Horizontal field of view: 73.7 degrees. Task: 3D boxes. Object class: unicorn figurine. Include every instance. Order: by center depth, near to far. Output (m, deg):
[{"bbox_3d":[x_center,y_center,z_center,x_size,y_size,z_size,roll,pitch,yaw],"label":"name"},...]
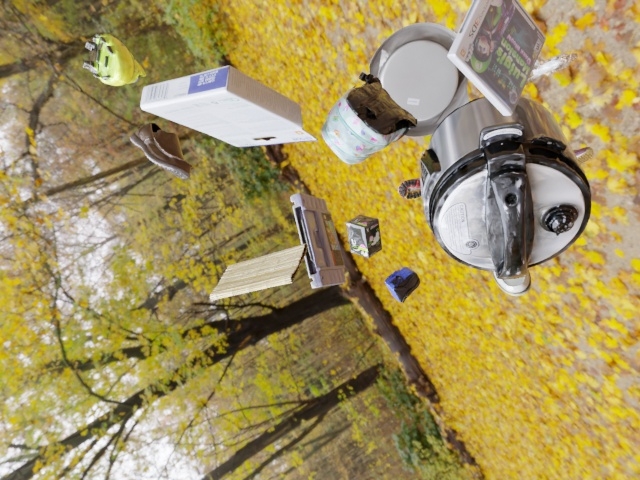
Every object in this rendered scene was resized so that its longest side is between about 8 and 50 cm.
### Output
[{"bbox_3d":[0.540,-0.422,1.030,0.162,0.111,0.060,30,145,54],"label":"unicorn figurine"}]

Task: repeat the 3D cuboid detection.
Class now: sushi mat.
[{"bbox_3d":[-0.186,0.095,1.276,0.019,0.316,0.151,56,-146,-28],"label":"sushi mat"}]

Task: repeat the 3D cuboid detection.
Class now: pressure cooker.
[{"bbox_3d":[0.452,-0.131,1.072,0.370,0.375,0.420,27,-138,-14],"label":"pressure cooker"}]

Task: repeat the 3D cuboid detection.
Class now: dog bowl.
[{"bbox_3d":[0.325,-0.530,1.424,0.349,0.349,0.102,60,-163,-19],"label":"dog bowl"}]

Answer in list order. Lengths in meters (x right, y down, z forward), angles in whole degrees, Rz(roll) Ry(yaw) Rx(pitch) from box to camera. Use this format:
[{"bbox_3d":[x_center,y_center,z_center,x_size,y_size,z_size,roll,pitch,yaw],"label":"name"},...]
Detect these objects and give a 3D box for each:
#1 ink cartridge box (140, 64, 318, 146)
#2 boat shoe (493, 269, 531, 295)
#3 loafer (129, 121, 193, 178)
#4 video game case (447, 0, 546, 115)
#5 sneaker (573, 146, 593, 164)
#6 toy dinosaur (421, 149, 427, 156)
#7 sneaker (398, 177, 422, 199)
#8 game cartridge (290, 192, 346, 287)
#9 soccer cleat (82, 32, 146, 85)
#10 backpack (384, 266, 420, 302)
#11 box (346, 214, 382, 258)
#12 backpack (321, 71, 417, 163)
[{"bbox_3d":[-0.150,-0.221,0.743,0.223,0.045,0.224,5,176,36],"label":"ink cartridge box"},{"bbox_3d":[0.615,0.048,1.416,0.302,0.113,0.103,-83,-30,-49],"label":"boat shoe"},{"bbox_3d":[-0.596,-0.358,1.617,0.366,0.130,0.134,37,-179,30],"label":"loafer"},{"bbox_3d":[0.328,-0.354,0.779,0.190,0.173,0.022,28,176,-32],"label":"video game case"},{"bbox_3d":[0.778,-0.270,1.358,0.185,0.069,0.084,132,132,-72],"label":"sneaker"},{"bbox_3d":[0.440,-0.347,1.680,0.082,0.090,0.047,25,155,44],"label":"toy dinosaur"},{"bbox_3d":[0.385,-0.198,1.514,0.093,0.225,0.088,-72,-22,-79],"label":"sneaker"},{"bbox_3d":[0.000,0.000,1.640,0.230,0.068,0.355,0,-106,-59],"label":"game cartridge"},{"bbox_3d":[-0.428,-0.380,0.916,0.121,0.093,0.289,5,-162,-37],"label":"soccer cleat"},{"bbox_3d":[0.320,0.160,1.667,0.101,0.120,0.098,43,170,50],"label":"backpack"},{"bbox_3d":[0.104,-0.011,1.012,0.062,0.052,0.083,19,129,45],"label":"box"},{"bbox_3d":[0.087,-0.222,0.807,0.152,0.115,0.182,42,-142,3],"label":"backpack"}]
